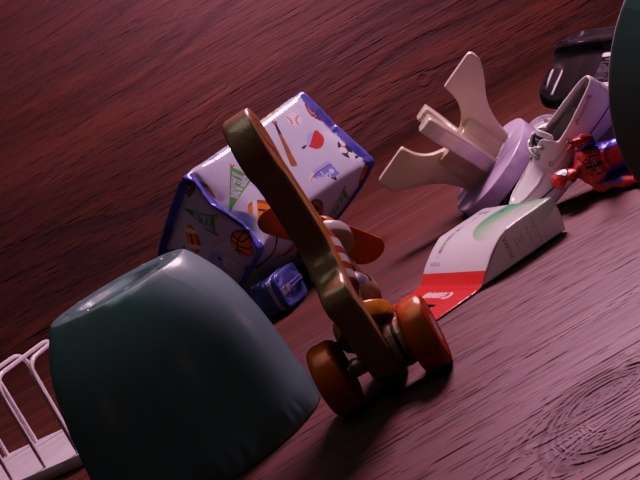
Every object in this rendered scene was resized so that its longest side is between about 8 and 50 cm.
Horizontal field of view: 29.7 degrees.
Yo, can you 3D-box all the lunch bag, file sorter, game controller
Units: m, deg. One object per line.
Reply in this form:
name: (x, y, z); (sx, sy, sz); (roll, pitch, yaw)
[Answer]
lunch bag: (-0.064, 0.081, 2.012); (0.065, 0.067, 0.098); (-24, 9, 28)
file sorter: (-0.463, 0.273, 1.847); (0.278, 0.173, 0.193); (-26, 9, 22)
game controller: (0.525, -0.311, 2.138); (0.319, 0.067, 0.166); (3, 68, 55)
lunch bag: (-0.116, -0.026, 2.216); (0.328, 0.239, 0.385); (-37, -11, -35)

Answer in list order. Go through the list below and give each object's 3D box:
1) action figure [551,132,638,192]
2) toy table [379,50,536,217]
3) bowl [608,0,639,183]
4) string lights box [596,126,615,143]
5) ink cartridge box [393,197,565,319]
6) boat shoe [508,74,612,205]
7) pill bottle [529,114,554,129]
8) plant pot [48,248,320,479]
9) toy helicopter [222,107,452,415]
action figure: (0.427, -0.131, 1.568); (0.280, 0.091, 0.139); (-26, 0, 18)
toy table: (0.227, -0.153, 1.914); (0.252, 0.161, 0.274); (-56, 4, -1)
bowl: (0.451, -0.171, 1.196); (0.311, 0.311, 0.163); (-33, 29, -23)
string lights box: (0.514, -0.202, 1.753); (0.260, 0.077, 0.133); (-36, 11, -36)
ink cartridge box: (0.187, 0.025, 1.589); (0.225, 0.056, 0.181); (-31, 8, -21)
boat shoe: (0.324, -0.132, 1.688); (0.226, 0.076, 0.083); (-55, 26, 4)
pill bottle: (0.371, -0.157, 1.949); (0.078, 0.078, 0.137); (-27, 9, 13)
plant pot: (-0.185, 0.153, 1.433); (0.293, 0.235, 0.293); (-29, 9, 5)
toy helicopter: (0.000, 0.000, 1.317); (0.140, 0.355, 0.235); (-28, 26, 9)
